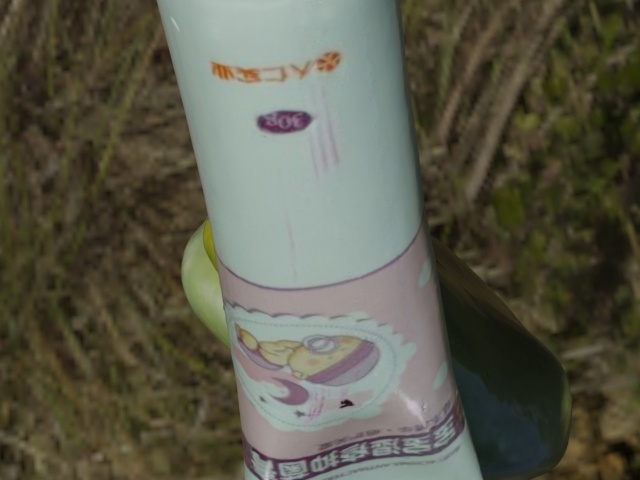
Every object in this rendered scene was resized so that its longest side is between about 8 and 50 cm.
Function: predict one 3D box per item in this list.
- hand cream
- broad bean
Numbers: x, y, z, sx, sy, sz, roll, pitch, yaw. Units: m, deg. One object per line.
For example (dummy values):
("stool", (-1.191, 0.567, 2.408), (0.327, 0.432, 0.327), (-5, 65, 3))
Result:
("hand cream", (0.000, 0.000, 0.524), (0.085, 0.058, 0.331), (-14, 143, -3))
("broad bean", (0.035, 0.040, 0.898), (0.228, 0.169, 0.100), (23, 115, -36))
